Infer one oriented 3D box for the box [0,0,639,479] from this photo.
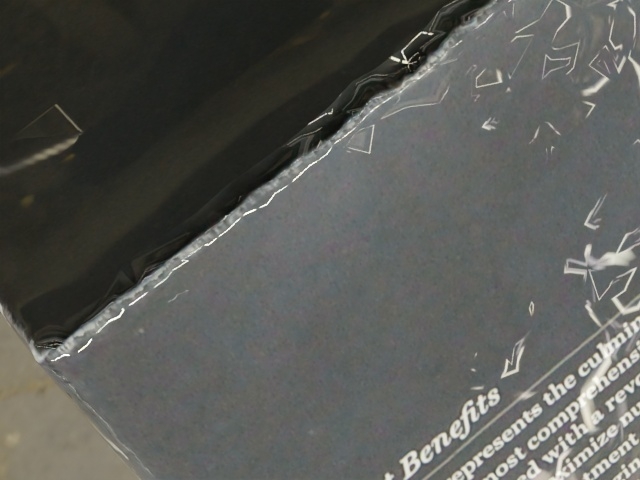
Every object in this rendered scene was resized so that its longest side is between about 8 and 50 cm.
[{"bbox_3d":[0.000,0.000,0.855,0.297,0.480,0.471,-39,129,-9],"label":"box"}]
